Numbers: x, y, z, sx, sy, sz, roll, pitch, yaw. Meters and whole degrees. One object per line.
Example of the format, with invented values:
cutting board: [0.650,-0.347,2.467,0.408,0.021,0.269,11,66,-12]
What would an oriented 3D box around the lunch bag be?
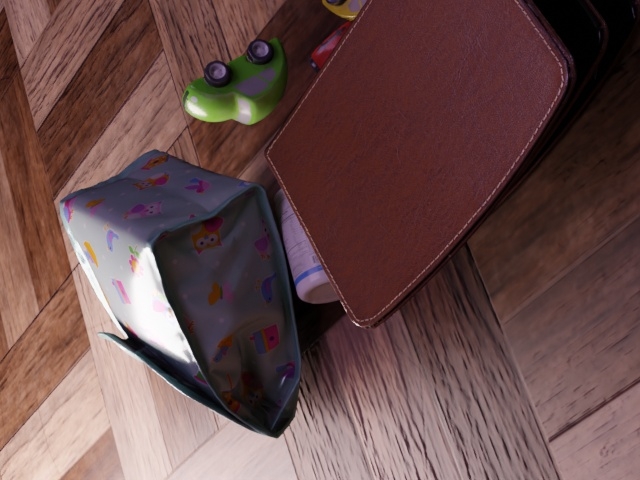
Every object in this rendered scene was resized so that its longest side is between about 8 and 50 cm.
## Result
lunch bag: [-0.130,0.063,1.414,0.223,0.160,0.262,23,135,53]

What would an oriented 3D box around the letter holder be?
letter holder: [0.120,-0.090,1.116,0.302,0.152,0.214,-53,51,38]

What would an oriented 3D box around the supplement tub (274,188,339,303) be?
supplement tub: [0.000,0.000,1.335,0.071,0.071,0.107,-39,58,45]

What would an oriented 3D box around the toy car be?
toy car: [-0.013,-0.154,1.198,0.053,0.225,0.239,54,161,14]
